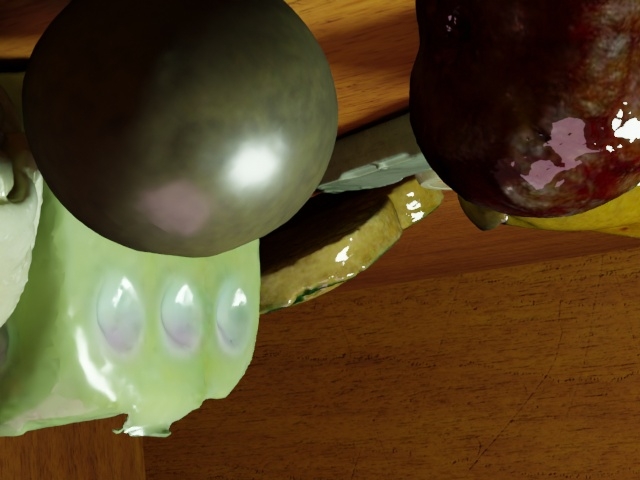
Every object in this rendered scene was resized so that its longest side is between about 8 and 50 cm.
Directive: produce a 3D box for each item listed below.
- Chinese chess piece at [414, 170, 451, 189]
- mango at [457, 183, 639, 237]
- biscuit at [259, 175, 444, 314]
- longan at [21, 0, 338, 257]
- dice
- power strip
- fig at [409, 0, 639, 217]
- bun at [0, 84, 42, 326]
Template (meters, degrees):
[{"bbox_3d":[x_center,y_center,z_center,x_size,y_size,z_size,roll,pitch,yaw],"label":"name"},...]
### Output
[{"bbox_3d":[0.150,-0.080,1.324,0.122,0.051,0.122,-6,174,-1],"label":"Chinese chess piece"},{"bbox_3d":[0.220,-0.079,0.938,0.201,0.152,0.287,-4,176,41],"label":"mango"},{"bbox_3d":[0.001,0.002,1.474,0.287,0.057,0.344,-27,-169,-9],"label":"biscuit"},{"bbox_3d":[-0.074,-0.070,0.743,0.167,0.167,0.187,-6,170,6],"label":"longan"},{"bbox_3d":[-0.206,0.019,1.006,0.250,0.254,0.252,-6,176,30],"label":"dice"},{"bbox_3d":[0.077,-0.083,1.245,0.080,0.048,0.286,1,172,-29],"label":"power strip"},{"bbox_3d":[0.144,-0.117,0.662,0.146,0.170,0.274,12,-154,38],"label":"fig"},{"bbox_3d":[-0.250,-0.038,0.786,0.145,0.229,0.229,-38,-166,-34],"label":"bun"}]
